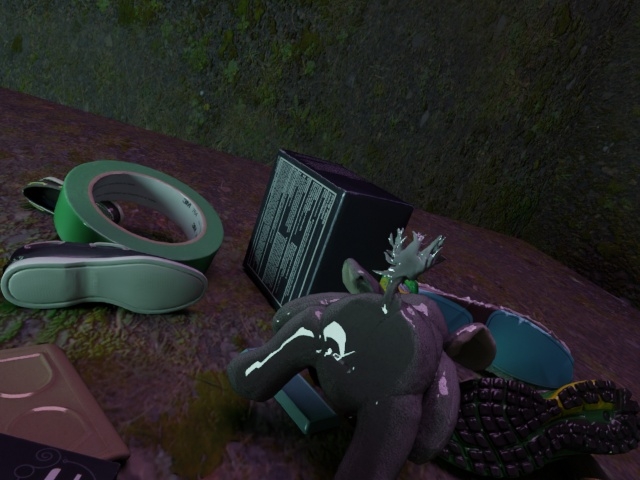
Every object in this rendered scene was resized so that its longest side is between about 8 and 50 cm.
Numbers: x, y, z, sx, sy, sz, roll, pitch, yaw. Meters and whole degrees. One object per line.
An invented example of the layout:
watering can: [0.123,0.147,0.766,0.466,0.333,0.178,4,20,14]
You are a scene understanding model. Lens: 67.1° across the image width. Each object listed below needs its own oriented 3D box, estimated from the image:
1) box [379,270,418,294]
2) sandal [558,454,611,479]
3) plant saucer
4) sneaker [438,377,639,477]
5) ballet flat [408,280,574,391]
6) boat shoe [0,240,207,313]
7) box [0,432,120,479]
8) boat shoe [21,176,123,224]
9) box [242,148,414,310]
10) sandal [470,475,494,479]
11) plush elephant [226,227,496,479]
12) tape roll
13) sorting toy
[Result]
box: [0.130,0.138,0.914,0.043,0.179,0.105,15,16,-14]
sandal: [0.420,0.367,0.695,0.090,0.060,0.219,19,16,1]
plant saucer: [-0.050,0.219,0.738,0.067,0.018,0.192,4,20,-42]
sneaker: [0.306,0.294,0.746,0.344,0.146,0.134,4,61,-11]
ballet flat: [0.342,0.199,1.060,0.409,0.146,0.147,25,17,21]
boat shoe: [-0.341,0.052,0.792,0.303,0.114,0.091,10,24,-30]
box: [-0.220,0.238,0.211,0.144,0.165,0.270,17,16,-5]
boat shoe: [-0.545,-0.077,1.061,0.228,0.081,0.069,18,22,13]
box: [0.000,0.000,1.021,0.183,0.296,0.294,9,20,-32]
sandal: [0.286,0.351,0.630,0.179,0.040,0.067,20,18,6]
plush elephant: [0.086,0.154,0.658,0.272,0.330,0.255,32,0,29]
tape roll: [-0.361,-0.042,0.988,0.321,0.077,0.321,27,27,-15]
sorting toy: [-0.310,0.205,0.462,0.307,0.041,0.229,31,16,37]
